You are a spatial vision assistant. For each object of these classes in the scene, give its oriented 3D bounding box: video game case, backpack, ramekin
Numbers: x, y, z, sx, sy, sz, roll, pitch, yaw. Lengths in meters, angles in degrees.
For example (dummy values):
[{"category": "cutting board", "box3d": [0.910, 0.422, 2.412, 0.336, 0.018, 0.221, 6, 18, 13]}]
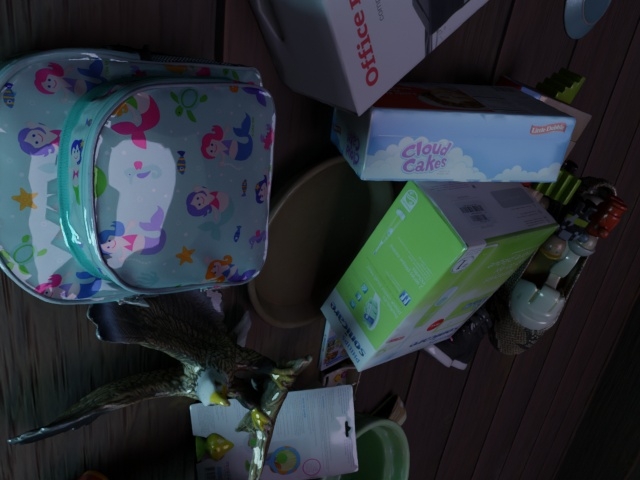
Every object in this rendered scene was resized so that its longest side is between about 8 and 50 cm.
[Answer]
[{"category": "video game case", "box3d": [0.038, 0.164, 1.023, 0.087, 0.011, 0.122, -17, 127, -41]}, {"category": "backpack", "box3d": [-0.168, -0.056, 0.509, 0.253, 0.191, 0.225, -4, 106, -37]}, {"category": "ramekin", "box3d": [0.014, 0.436, 1.025, 0.303, 0.148, 0.304, -17, 113, -47]}]

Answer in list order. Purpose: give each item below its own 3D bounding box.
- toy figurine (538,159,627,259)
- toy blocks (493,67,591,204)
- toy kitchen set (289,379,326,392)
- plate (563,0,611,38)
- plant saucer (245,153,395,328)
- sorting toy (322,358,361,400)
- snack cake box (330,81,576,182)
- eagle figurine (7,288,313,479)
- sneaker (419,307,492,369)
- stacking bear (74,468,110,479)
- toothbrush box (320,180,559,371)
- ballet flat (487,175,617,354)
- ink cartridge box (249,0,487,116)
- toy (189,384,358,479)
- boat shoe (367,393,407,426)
[{"category": "toy figurine", "box3d": [0.487, -0.065, 1.207, 0.209, 0.213, 0.148, -7, 137, -42]}, {"category": "toy blocks", "box3d": [0.264, -0.123, 0.965, 0.260, 0.191, 0.381, 7, 119, -36]}, {"category": "toy kitchen set", "box3d": [-0.027, 0.279, 0.970, 0.068, 0.083, 0.075, -24, 131, -36]}, {"category": "plate", "box3d": [0.525, -0.478, 1.110, 0.188, 0.024, 0.188, -27, 134, -33]}, {"category": "plant saucer", "box3d": [0.000, 0.000, 0.835, 0.277, 0.041, 0.278, -28, 136, -31]}, {"category": "sorting toy", "box3d": [0.033, 0.255, 1.059, 0.075, 0.045, 0.083, -8, 121, -37]}, {"category": "snack cake box", "box3d": [0.160, -0.142, 0.745, 0.264, 0.152, 0.089, -1, 119, -14]}, {"category": "eagle figurine", "box3d": [-0.165, 0.147, 0.683, 0.298, 0.225, 0.226, 21, 55, -23]}, {"category": "sneaker", "box3d": [0.276, 0.186, 1.235, 0.147, 0.104, 0.295, -61, 148, 1]}, {"category": "stacking bear", "box3d": [-0.211, 0.372, 0.725, 0.289, 0.175, 0.164, 21, 64, -17]}, {"category": "toothbrush box", "box3d": [0.159, 0.042, 0.829, 0.206, 0.122, 0.283, -9, 146, -38]}, {"category": "ballet flat", "box3d": [0.549, 0.060, 1.380, 0.483, 0.164, 0.182, -61, 180, 1]}, {"category": "ink cartridge box", "box3d": [0.074, -0.323, 0.630, 0.307, 0.129, 0.223, -44, 140, -17]}, {"category": "toy", "box3d": [-0.068, 0.289, 0.875, 0.237, 0.056, 0.137, -6, 97, -10]}, {"category": "boat shoe", "box3d": [0.109, 0.396, 1.228, 0.190, 0.068, 0.072, -40, 128, -37]}]
